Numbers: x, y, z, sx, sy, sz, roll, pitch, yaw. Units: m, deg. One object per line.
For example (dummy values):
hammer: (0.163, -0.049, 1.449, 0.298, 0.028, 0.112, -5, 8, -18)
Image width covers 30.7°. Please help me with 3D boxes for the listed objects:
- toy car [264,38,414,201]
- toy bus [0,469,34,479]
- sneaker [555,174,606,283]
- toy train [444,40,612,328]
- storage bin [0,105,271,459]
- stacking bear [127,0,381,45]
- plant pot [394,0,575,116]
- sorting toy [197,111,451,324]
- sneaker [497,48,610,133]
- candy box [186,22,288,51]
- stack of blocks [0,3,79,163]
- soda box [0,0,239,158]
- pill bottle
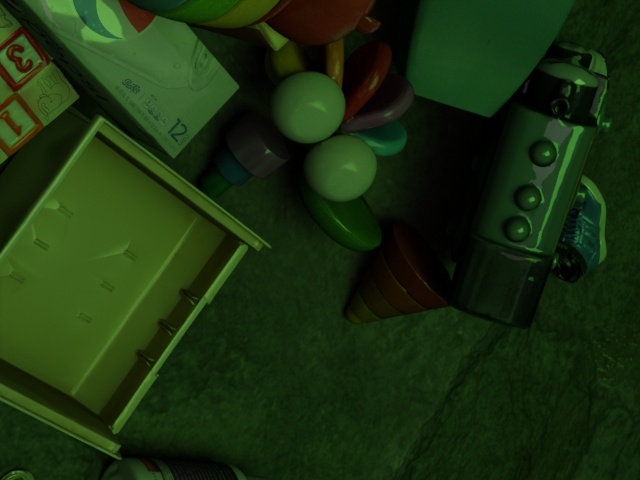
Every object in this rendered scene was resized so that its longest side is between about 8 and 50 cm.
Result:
toy car: (0.027, -0.143, 1.200, 0.136, 0.159, 0.182, -23, 125, 10)
toy bus: (-0.378, 0.339, 1.157, 0.191, 0.104, 0.202, 11, 102, -38)
sneaker: (0.335, -0.011, 1.549, 0.084, 0.058, 0.152, -38, 132, -27)
toy train: (0.234, -0.058, 1.315, 0.142, 0.190, 0.333, 19, 108, 4)
storage bin: (-0.221, 0.042, 1.139, 0.260, 0.123, 0.262, 39, 84, -38)
stacking bear: (-0.069, -0.238, 0.892, 0.289, 0.175, 0.164, 17, 105, -43)
plant pot: (0.170, -0.266, 1.246, 0.166, 0.165, 0.234, 16, 115, -11)
sorting toy: (0.000, 0.000, 1.314, 0.126, 0.127, 0.365, -38, 129, 20)
sneaker: (0.258, -0.117, 1.444, 0.108, 0.100, 0.271, 15, 104, -12)
candy box: (0.004, -0.323, 1.113, 0.316, 0.183, 0.087, -44, 124, -14)
stack of blocks: (-0.291, -0.184, 1.023, 0.297, 0.087, 0.171, -44, 127, -13)
soda box: (-0.198, -0.199, 0.963, 0.091, 0.098, 0.286, -49, 126, -10)
pill bottle: (-0.144, 0.301, 1.304, 0.193, 0.108, 0.108, 11, 101, -37)
